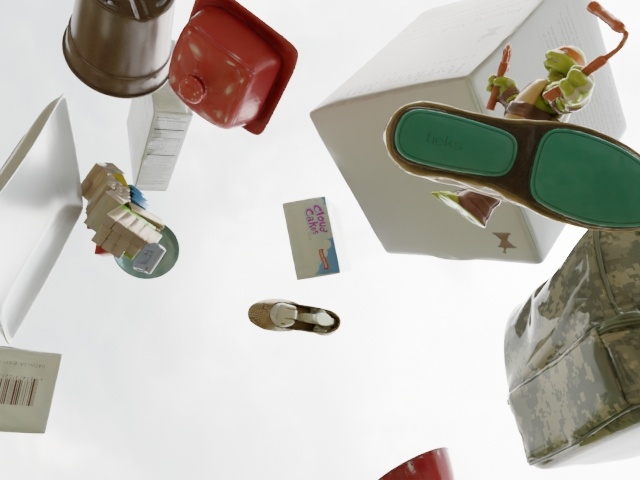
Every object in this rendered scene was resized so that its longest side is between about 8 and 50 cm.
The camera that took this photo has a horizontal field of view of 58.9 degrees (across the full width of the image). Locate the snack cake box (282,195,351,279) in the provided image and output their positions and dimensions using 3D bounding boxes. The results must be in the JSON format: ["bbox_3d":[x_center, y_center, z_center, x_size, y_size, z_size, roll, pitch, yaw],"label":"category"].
[{"bbox_3d":[0.000,0.000,1.190,0.089,0.264,0.152,-10,-93,8],"label":"snack cake box"}]

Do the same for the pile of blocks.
[{"bbox_3d":[-0.438,-0.044,1.219,0.112,0.149,0.362,-50,-142,9],"label":"pile of blocks"}]

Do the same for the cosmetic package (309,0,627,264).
[{"bbox_3d":[0.271,-0.209,0.991,0.329,0.393,0.327,3,-48,49],"label":"cosmetic package"}]

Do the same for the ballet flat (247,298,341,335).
[{"bbox_3d":[-0.047,0.157,1.183,0.067,0.206,0.073,-28,-123,59],"label":"ballet flat"}]

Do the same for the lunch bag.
[{"bbox_3d":[0.372,0.127,0.729,0.305,0.213,0.256,105,-21,-55],"label":"lunch bag"}]

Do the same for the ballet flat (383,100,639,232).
[{"bbox_3d":[0.168,-0.067,0.480,0.232,0.073,0.080,19,-85,4],"label":"ballet flat"}]

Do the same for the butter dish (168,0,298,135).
[{"bbox_3d":[-0.135,-0.212,0.726,0.160,0.118,0.160,38,-44,1],"label":"butter dish"}]

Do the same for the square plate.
[{"bbox_3d":[-0.528,-0.036,1.021,0.049,0.344,0.347,16,-37,-5],"label":"square plate"}]

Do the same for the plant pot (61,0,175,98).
[{"bbox_3d":[-0.285,-0.321,0.825,0.165,0.167,0.167,-38,-112,60],"label":"plant pot"}]

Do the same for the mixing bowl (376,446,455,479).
[{"bbox_3d":[0.202,0.503,1.134,0.181,0.181,0.098,-43,-126,22],"label":"mixing bowl"}]

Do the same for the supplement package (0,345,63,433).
[{"bbox_3d":[-0.429,0.200,0.781,0.179,0.105,0.105,-18,-118,58],"label":"supplement package"}]

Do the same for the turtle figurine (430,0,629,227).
[{"bbox_3d":[0.208,-0.119,0.596,0.087,0.269,0.217,33,-81,-12],"label":"turtle figurine"}]

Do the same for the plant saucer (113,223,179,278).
[{"bbox_3d":[-0.523,0.021,1.706,0.195,0.037,0.195,-4,-69,-10],"label":"plant saucer"}]

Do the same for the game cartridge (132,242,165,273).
[{"bbox_3d":[-0.300,0.030,0.997,0.083,0.017,0.056,5,-116,56],"label":"game cartridge"}]

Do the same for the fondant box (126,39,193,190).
[{"bbox_3d":[-0.420,-0.312,1.450,0.330,0.096,0.238,-49,-131,51],"label":"fondant box"}]
